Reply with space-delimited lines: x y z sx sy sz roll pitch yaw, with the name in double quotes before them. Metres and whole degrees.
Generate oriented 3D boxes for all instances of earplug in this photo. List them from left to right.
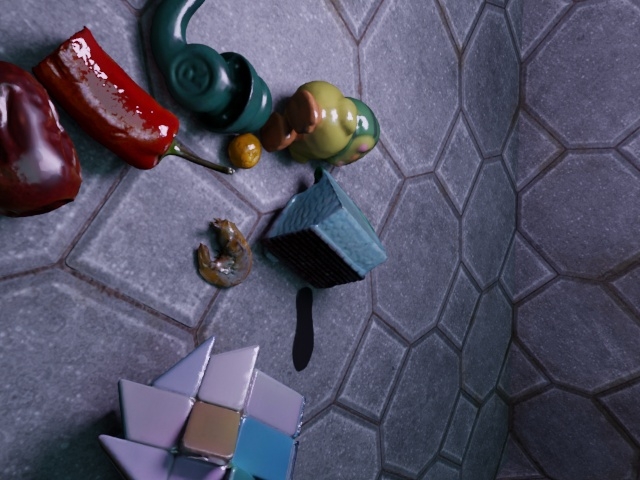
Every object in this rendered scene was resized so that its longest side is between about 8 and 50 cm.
"earplug" -0.216 -0.346 0.887 0.280 0.163 0.258 22 44 -57

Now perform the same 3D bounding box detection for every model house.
"model house" 0.000 0.000 1.137 0.248 0.230 0.280 -35 129 13

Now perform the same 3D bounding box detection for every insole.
"insole" -0.048 0.260 1.241 0.086 0.005 0.253 -5 101 -47

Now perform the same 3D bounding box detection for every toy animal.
"toy animal" 0.014 -0.300 1.079 0.338 0.216 0.191 -2 71 -49

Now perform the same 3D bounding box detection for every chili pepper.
"chili pepper" -0.332 -0.202 0.768 0.131 0.134 0.338 -51 126 -11

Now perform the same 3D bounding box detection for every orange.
"orange" -0.176 -0.208 0.979 0.083 0.070 0.083 -39 147 -32

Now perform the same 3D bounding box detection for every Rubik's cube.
"Rubik's cube" -0.233 0.398 0.847 0.367 0.358 0.387 21 50 -11

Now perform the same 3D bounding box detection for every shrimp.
"shrimp" -0.223 0.032 0.984 0.132 0.051 0.188 -42 127 -34

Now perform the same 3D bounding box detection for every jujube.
"jujube" -0.461 -0.149 0.637 0.155 0.155 0.230 -19 105 -43
